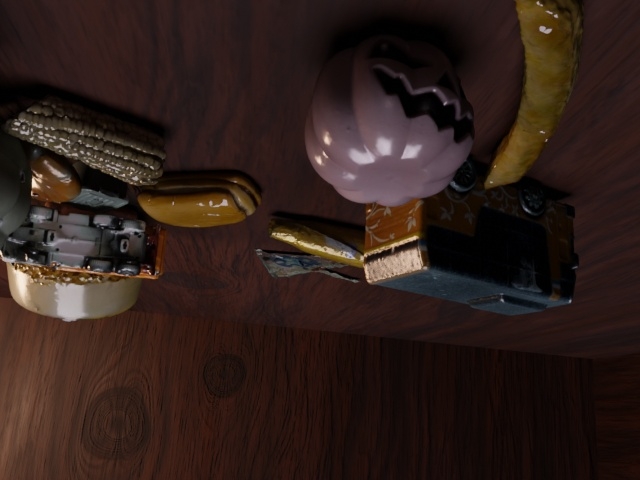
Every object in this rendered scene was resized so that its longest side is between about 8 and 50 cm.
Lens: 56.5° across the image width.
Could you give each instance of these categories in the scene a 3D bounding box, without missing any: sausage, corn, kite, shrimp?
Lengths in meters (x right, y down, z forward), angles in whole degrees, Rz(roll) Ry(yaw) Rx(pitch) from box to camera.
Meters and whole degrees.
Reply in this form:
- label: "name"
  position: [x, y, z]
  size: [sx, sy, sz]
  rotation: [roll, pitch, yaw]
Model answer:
- label: "sausage"
  position: [-0.458, -0.057, 1.193]
  size: [0.176, 0.040, 0.047]
  rotation: [8, 119, -14]
- label: "corn"
  position: [-0.311, -0.143, 0.815]
  size: [0.210, 0.087, 0.087]
  rotation: [25, 156, -33]
- label: "kite"
  position: [-0.026, 0.072, 1.562]
  size: [0.368, 0.014, 0.405]
  rotation: [19, 159, -39]
- label: "shrimp"
  position: [-0.488, -0.122, 0.928]
  size: [0.287, 0.063, 0.152]
  rotation: [9, 152, 30]

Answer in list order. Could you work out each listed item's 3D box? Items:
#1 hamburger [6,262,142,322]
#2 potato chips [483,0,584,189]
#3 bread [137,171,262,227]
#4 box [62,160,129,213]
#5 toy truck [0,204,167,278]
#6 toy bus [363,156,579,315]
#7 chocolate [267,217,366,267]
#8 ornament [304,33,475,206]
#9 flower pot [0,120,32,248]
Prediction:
- label: "hamburger"
  position: [-0.496, 0.042, 1.227]
  size: [0.275, 0.179, 0.294]
  rotation: [8, -167, -9]
- label: "potato chips"
  position: [0.231, -0.150, 0.652]
  size: [0.080, 0.057, 0.407]
  rotation: [8, 164, 13]
- label: "bread"
  position: [-0.208, -0.071, 1.040]
  size: [0.200, 0.077, 0.116]
  rotation: [0, 155, 16]
- label: "box"
  position: [-0.377, -0.095, 1.002]
  size: [0.084, 0.069, 0.122]
  rotation: [18, 160, -42]
- label: "toy truck"
  position: [-0.409, 0.003, 1.046]
  size: [0.270, 0.114, 0.135]
  rotation: [8, 172, -24]
- label: "toy bus"
  position: [0.234, 0.000, 0.919]
  size: [0.323, 0.194, 0.161]
  rotation: [14, 160, -28]
- label: "chocolate"
  position: [0.000, 0.000, 1.203]
  size: [0.219, 0.086, 0.085]
  rotation: [12, 162, -17]
- label: "ornament"
  position: [0.071, -0.128, 0.628]
  size: [0.177, 0.178, 0.177]
  rotation: [5, 164, 1]
- label: "flower pot"
  position: [-0.506, -0.076, 0.772]
  size: [0.245, 0.246, 0.195]
  rotation: [-3, -165, 24]
